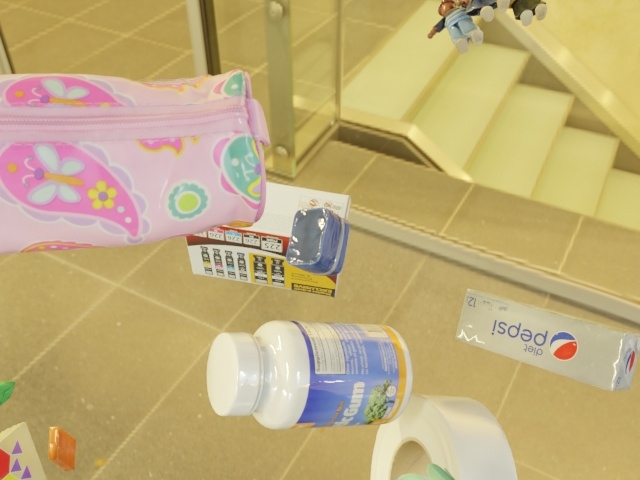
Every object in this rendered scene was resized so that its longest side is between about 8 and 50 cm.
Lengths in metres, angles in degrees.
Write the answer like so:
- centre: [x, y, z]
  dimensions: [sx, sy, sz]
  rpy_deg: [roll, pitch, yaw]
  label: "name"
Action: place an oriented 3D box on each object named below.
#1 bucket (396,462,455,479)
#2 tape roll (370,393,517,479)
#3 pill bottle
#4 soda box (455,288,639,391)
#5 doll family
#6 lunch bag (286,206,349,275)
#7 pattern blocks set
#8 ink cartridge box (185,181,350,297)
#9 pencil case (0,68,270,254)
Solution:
- centre: [0.113, 0.413, 0.777]
  dimensions: [0.281, 0.281, 0.183]
  rpy_deg: [-29, 50, -29]
  label: "bucket"
- centre: [0.181, 0.385, 1.080]
  dimensions: [0.100, 0.286, 0.286]
  rpy_deg: [9, 37, -21]
  label: "tape roll"
- centre: [-0.017, 0.192, 0.999]
  dimensions: [0.272, 0.152, 0.152]
  rpy_deg: [5, 35, -30]
  label: "pill bottle"
- centre: [0.378, 0.163, 1.176]
  dimensions: [0.286, 0.098, 0.091]
  rpy_deg: [14, 2, 41]
  label: "soda box"
- centre: [0.231, -0.322, 0.924]
  dimensions: [0.192, 0.076, 0.111]
  rpy_deg: [-19, 49, 3]
  label: "doll family"
- centre: [0.000, 0.000, 0.996]
  dimensions: [0.067, 0.065, 0.099]
  rpy_deg: [-1, 70, 39]
  label: "lunch bag"
- centre: [-0.415, 0.354, 0.916]
  dimensions: [0.026, 0.325, 0.285]
  rpy_deg: [-6, 9, 19]
  label: "pattern blocks set"
- centre: [-0.106, 0.010, 1.439]
  dimensions: [0.309, 0.272, 0.130]
  rpy_deg: [9, 57, 4]
  label: "ink cartridge box"
- centre: [-0.179, -0.054, 0.467]
  dimensions: [0.284, 0.124, 0.124]
  rpy_deg: [-4, 40, -18]
  label: "pencil case"
